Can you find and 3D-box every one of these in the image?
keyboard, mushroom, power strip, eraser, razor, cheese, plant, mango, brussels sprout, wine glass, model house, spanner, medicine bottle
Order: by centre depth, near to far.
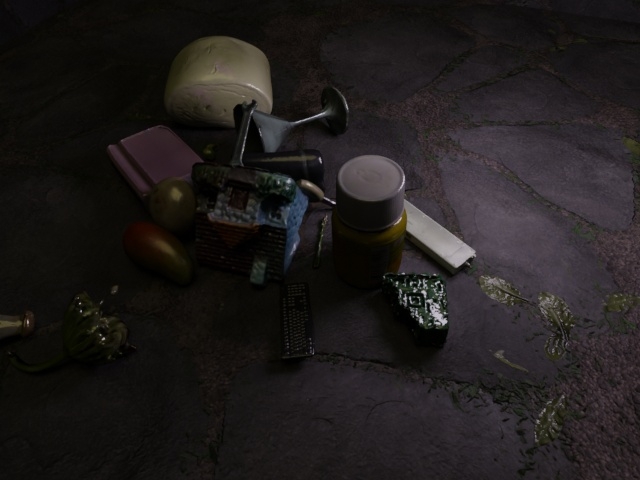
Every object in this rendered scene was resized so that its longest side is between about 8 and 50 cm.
[{"bbox_3d":[-0.698,0.311,1.334,0.333,0.180,0.251,-44,63,9],"label":"plant"},{"bbox_3d":[-0.070,0.272,1.342,0.103,0.041,0.381,-6,50,-2],"label":"keyboard"},{"bbox_3d":[-0.970,0.265,1.372,0.225,0.093,0.116,-16,69,-22],"label":"mushroom"},{"bbox_3d":[0.142,-0.048,1.375,0.224,0.384,0.224,-2,51,3],"label":"medicine bottle"},{"bbox_3d":[-0.260,-0.038,1.493,0.360,0.297,0.339,11,82,11],"label":"model house"},{"bbox_3d":[-0.528,0.033,1.507,0.289,0.129,0.146,22,81,16],"label":"mango"},{"bbox_3d":[0.362,-0.017,1.560,0.106,0.043,0.367,-33,56,-22],"label":"power strip"},{"bbox_3d":[-0.475,-0.117,1.607,0.215,0.207,0.207,-5,40,-46],"label":"mushroom"},{"bbox_3d":[-0.274,-0.360,1.613,0.071,0.017,0.302,2,72,20],"label":"spanner"},{"bbox_3d":[-0.011,-0.154,1.632,0.192,0.097,0.037,23,61,-28],"label":"cheese"},{"bbox_3d":[-0.153,-0.232,1.664,0.349,0.204,0.113,-2,52,5],"label":"razor"},{"bbox_3d":[-0.624,-0.285,1.785,0.272,0.122,0.359,-32,56,-21],"label":"eraser"},{"bbox_3d":[-0.105,-0.458,1.833,0.406,0.267,0.267,-22,52,-22],"label":"wine glass"},{"bbox_3d":[-0.450,-0.364,1.890,0.051,0.046,0.083,30,34,-29],"label":"brussels sprout"}]

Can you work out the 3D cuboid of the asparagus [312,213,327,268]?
[{"bbox_3d":[0.000,0.000,1.579,0.023,0.022,0.233,-28,39,40],"label":"asparagus"}]

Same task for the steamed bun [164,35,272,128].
[{"bbox_3d":[-0.440,-0.681,1.994,0.455,0.290,0.371,-5,51,-1],"label":"steamed bun"}]

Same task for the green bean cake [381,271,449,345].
[{"bbox_3d":[0.274,0.195,1.348,0.193,0.107,0.208,3,52,4],"label":"green bean cake"}]
